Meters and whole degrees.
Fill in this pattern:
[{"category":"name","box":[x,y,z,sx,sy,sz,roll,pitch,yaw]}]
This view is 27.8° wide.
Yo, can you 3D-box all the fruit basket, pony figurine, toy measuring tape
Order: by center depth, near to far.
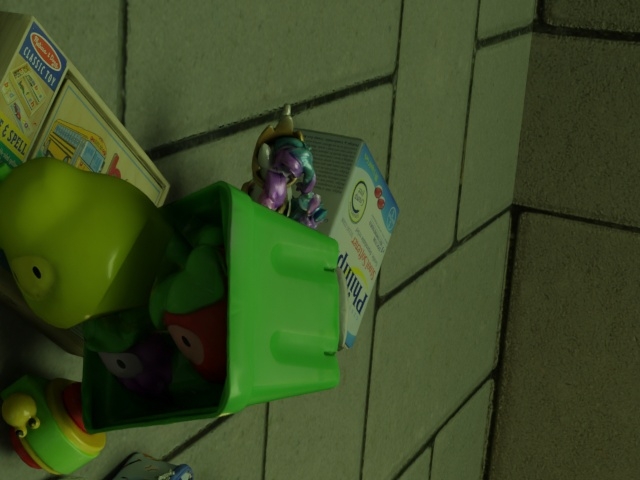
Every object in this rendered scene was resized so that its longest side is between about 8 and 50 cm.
[{"category":"fruit basket","box":[-0.205,0.063,1.426,0.392,0.392,0.282,31,57,-66]},{"category":"toy measuring tape","box":[-0.302,0.247,1.660,0.330,0.121,0.121,35,68,-65]},{"category":"pony figurine","box":[-0.107,0.026,1.794,0.363,0.303,0.351,118,-14,-65]}]

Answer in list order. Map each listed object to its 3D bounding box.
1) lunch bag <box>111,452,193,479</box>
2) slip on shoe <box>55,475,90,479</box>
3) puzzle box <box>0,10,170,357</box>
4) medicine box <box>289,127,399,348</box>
[{"category":"lunch bag","box":[-0.260,0.469,1.885,0.243,0.115,0.303,-45,141,-57]},{"category":"slip on shoe","box":[-0.372,0.432,1.630,0.101,0.123,0.331,-55,-175,45]},{"category":"puzzle box","box":[-0.323,-0.050,1.560,0.409,0.052,0.272,56,49,-60]},{"category":"medicine box","box":[0.000,0.000,2.218,0.263,0.149,0.289,57,48,-59]}]
